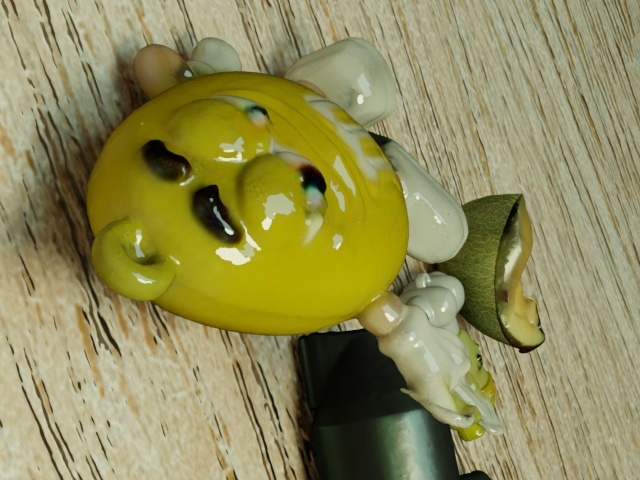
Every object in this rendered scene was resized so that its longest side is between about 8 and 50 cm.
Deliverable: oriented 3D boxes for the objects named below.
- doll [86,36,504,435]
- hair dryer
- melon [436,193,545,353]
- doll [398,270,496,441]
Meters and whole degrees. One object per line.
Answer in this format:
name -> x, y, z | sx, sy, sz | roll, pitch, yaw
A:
doll -> -0.005, -0.023, 1.092 | 0.348, 0.161, 0.423 | 34, 27, -21
hair dryer -> 0.088, 0.189, 1.265 | 0.302, 0.116, 0.244 | 11, 70, -69
melon -> 0.152, 0.037, 1.402 | 0.079, 0.128, 0.160 | -34, 123, -35
doll -> 0.118, 0.103, 1.360 | 0.162, 0.062, 0.106 | 67, 24, -15
